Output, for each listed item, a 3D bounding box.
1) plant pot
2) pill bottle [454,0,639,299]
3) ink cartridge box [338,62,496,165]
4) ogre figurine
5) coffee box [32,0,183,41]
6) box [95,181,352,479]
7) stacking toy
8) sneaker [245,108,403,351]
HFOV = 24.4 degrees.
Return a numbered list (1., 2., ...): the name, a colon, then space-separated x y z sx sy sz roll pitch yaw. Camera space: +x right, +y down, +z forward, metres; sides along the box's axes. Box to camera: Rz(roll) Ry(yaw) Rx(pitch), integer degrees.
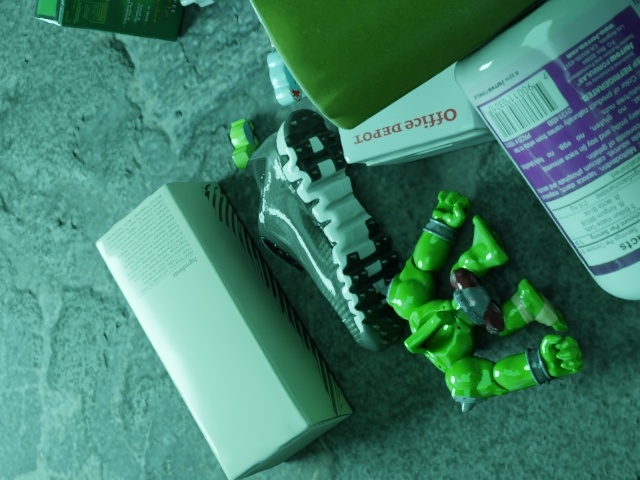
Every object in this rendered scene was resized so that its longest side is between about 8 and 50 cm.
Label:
1. plant pot: 0.094 -0.267 1.089 0.293 0.275 0.275 -24 81 14
2. pill bottle: 0.254 -0.061 1.170 0.169 0.169 0.302 -34 95 25
3. ink cartridge box: 0.086 -0.163 1.297 0.128 0.127 0.176 -13 85 28
4. ogre figurine: 0.132 0.060 1.305 0.118 0.097 0.197 -39 86 12
5. coffee box: -0.193 -0.253 1.409 0.040 0.184 0.113 16 101 29
6. box: -0.094 0.083 1.424 0.113 0.094 0.275 -36 77 25
7. stacking toy: -0.039 -0.192 1.405 0.167 0.052 0.221 -18 85 28
8. sneaker: 0.000 0.000 1.384 0.106 0.078 0.234 -25 90 44
